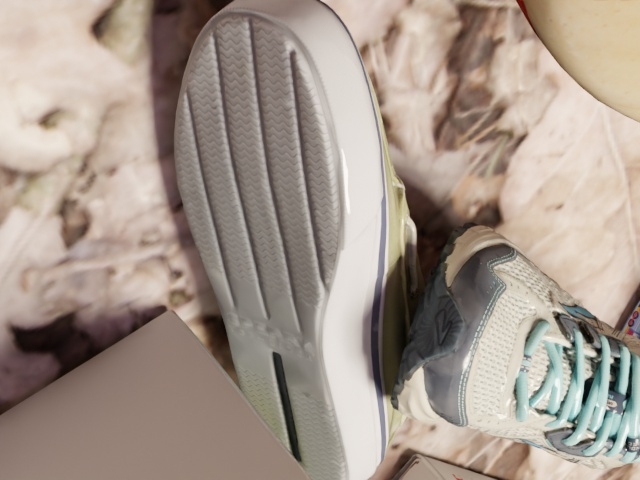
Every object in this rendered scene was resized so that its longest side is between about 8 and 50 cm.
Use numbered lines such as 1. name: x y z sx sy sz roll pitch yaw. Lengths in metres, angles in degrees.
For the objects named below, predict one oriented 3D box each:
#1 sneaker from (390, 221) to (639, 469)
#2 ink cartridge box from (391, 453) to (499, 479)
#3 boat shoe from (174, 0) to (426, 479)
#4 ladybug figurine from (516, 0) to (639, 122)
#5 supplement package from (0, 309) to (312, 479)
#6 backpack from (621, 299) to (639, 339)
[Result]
1. sneaker: 0.137 0.069 0.731 0.283 0.122 0.110 23 86 -61
2. ink cartridge box: 0.144 0.240 0.873 0.218 0.158 0.092 22 107 -41
3. boat shoe: 0.000 0.000 0.674 0.094 0.109 0.302 -43 143 -37
4. ladybug figurine: 0.250 -0.214 0.637 0.449 0.162 0.305 -20 128 -22
5. supplement package: -0.063 0.186 0.676 0.149 0.194 0.203 -33 133 -12
6. backpack: 0.297 0.092 0.903 0.173 0.117 0.158 7 115 -36
